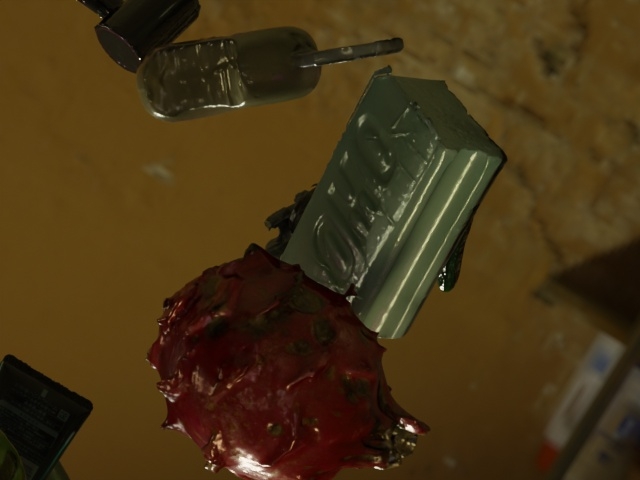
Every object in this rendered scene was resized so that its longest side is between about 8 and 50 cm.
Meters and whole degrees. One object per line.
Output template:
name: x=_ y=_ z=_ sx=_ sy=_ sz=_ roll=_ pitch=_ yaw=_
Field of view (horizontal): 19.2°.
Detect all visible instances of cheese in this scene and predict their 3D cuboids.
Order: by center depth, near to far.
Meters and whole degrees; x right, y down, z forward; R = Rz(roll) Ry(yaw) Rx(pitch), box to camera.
cheese: x=-0.048 y=-0.176 z=1.898 sx=0.286 sy=0.082 sz=0.163 roll=-7 pitch=-173 yaw=37

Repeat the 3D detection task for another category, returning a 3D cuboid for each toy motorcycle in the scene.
toy motorcycle: x=0.000 y=0.000 z=2.166 sx=0.073 sy=0.152 sz=0.225 roll=41 pitch=-165 yaw=19

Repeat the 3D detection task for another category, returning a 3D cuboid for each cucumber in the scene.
cucumber: x=0.150 y=-0.005 z=2.121 sx=0.033 sy=0.184 sz=0.036 roll=17 pitch=-134 yaw=7

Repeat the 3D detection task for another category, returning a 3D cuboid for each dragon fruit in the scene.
dragon fruit: x=-0.032 y=0.133 z=1.728 sx=0.268 sy=0.210 sz=0.205 roll=30 pitch=156 yaw=5

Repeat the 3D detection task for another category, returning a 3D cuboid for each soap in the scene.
soap: x=0.065 y=-0.032 z=1.851 sx=0.094 sy=0.261 sz=0.150 roll=1 pitch=-141 yaw=-37

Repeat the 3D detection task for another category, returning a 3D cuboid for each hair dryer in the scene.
hair dryer: x=-0.260 y=-0.295 z=2.132 sx=0.248 sy=0.114 sz=0.070 roll=36 pitch=151 yaw=13

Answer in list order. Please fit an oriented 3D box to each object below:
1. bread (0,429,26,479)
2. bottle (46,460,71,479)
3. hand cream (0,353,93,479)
bread: x=-0.289 y=0.196 z=1.429 sx=0.139 sy=0.130 sz=0.071 roll=-11 pitch=-161 yaw=10
bottle: x=-0.403 y=0.434 z=2.746 sx=0.347 sy=0.168 sz=0.168 roll=59 pitch=-178 yaw=-12
hand cream: x=-0.369 y=0.265 z=2.149 sx=0.120 sy=0.270 sz=0.061 roll=30 pitch=154 yaw=-4
